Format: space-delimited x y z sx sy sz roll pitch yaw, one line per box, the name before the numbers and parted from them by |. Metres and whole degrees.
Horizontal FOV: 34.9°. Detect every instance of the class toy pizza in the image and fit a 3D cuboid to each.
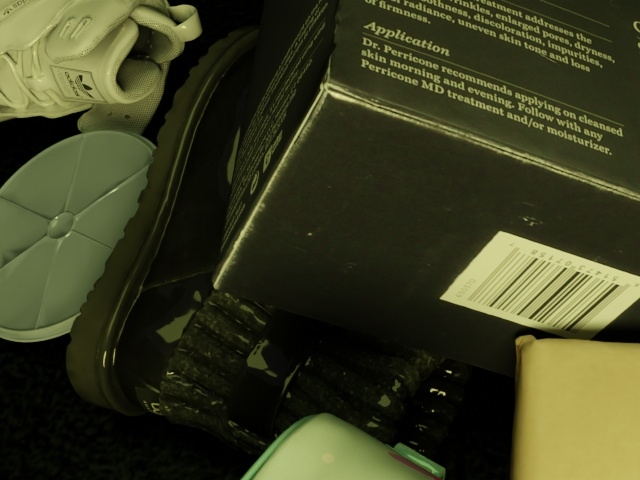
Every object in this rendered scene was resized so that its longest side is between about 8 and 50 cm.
toy pizza | -0.205 -0.004 0.838 0.201 0.032 0.201 -14 54 20

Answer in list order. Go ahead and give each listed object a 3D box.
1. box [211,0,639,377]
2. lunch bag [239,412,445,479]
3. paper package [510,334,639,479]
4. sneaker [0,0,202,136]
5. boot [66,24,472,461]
box | 0.137 -0.090 0.641 0.343 0.179 0.313 18 50 -14
lunch bag | -0.003 0.218 0.481 0.107 0.279 0.224 32 64 26
paper package | 0.245 0.223 0.490 0.309 0.168 0.325 0 53 14
sneaker | -0.284 -0.151 0.911 0.365 0.137 0.210 -37 52 -18
boot | 0.001 0.003 0.730 0.260 0.131 0.348 10 67 28
